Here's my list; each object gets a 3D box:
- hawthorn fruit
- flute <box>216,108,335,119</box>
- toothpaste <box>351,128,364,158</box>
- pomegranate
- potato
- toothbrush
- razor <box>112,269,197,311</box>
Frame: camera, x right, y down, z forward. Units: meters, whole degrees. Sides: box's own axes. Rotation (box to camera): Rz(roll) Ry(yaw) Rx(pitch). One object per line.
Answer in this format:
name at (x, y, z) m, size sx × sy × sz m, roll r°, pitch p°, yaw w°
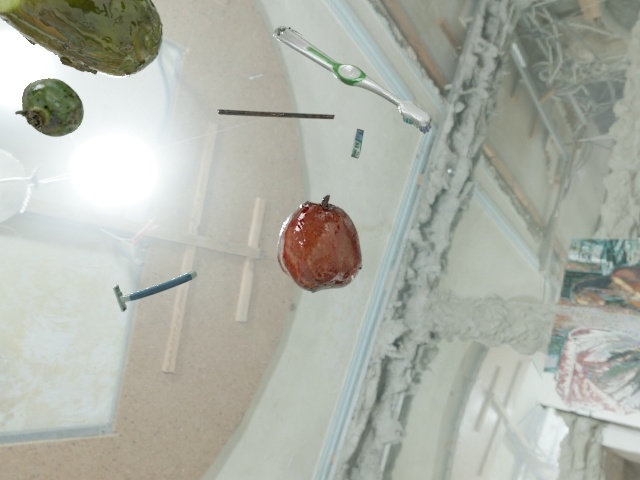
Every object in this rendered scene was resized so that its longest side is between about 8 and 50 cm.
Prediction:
hawthorn fruit at (0.000, 0.000, 1.075) m, size 0.185 × 0.185 × 0.202 m, roll -17°, pitch -61°, yaw -45°
flute at (-0.102, -0.286, 1.163) m, size 0.014 × 0.270 × 0.014 m, roll 3°, pitch -90°, yaw -86°
toothpaste at (0.074, -0.193, 1.015) m, size 0.083 × 0.017 × 0.020 m, roll -78°, pitch 5°, yaw -49°
pomegranate at (-0.553, -0.262, 1.037) m, size 0.161 × 0.122 × 0.122 m, roll -74°, pitch -36°, yaw -58°
potato at (-0.344, -0.322, 0.657) m, size 0.298 × 0.176 × 0.141 m, roll 33°, pitch -76°, yaw -7°
toothbrush at (0.050, -0.327, 0.994) m, size 0.042 × 0.418 × 0.040 m, roll -47°, pitch -24°, yaw -7°
razor at (-0.386, 0.112, 1.216) m, size 0.191 × 0.037 × 0.068 m, roll -18°, pitch -66°, yaw -17°
